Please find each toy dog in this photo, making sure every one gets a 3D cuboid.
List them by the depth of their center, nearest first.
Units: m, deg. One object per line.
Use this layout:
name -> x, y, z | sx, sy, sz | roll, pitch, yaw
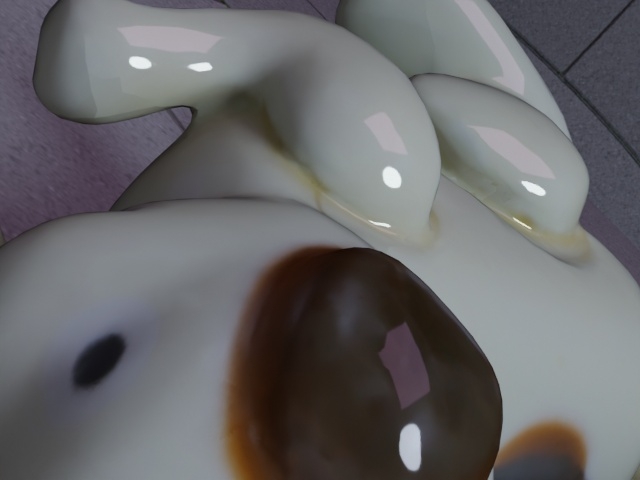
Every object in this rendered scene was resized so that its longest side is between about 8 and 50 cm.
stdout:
toy dog -> -0.011, 0.076, 0.607 | 0.395, 0.284, 0.408 | 53, 22, 7
